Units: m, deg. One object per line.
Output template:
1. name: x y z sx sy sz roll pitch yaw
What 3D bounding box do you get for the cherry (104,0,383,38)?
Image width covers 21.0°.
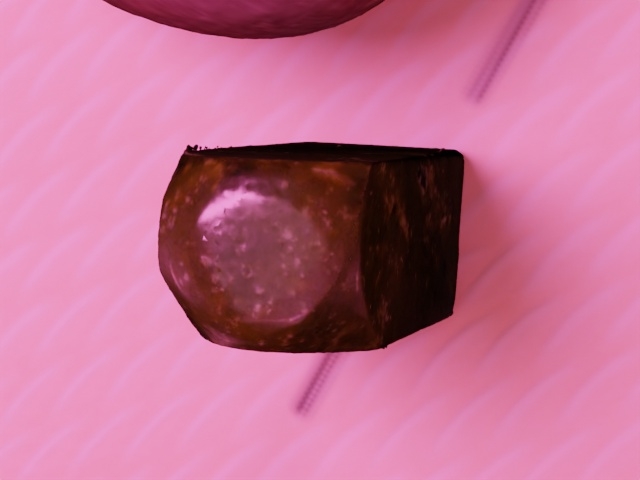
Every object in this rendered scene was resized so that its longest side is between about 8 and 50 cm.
1. cherry: -0.051 -0.220 0.726 0.307 0.221 0.261 13 95 33

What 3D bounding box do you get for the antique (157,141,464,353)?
1. antique: 0.000 0.000 0.717 0.081 0.221 0.080 4 95 15
